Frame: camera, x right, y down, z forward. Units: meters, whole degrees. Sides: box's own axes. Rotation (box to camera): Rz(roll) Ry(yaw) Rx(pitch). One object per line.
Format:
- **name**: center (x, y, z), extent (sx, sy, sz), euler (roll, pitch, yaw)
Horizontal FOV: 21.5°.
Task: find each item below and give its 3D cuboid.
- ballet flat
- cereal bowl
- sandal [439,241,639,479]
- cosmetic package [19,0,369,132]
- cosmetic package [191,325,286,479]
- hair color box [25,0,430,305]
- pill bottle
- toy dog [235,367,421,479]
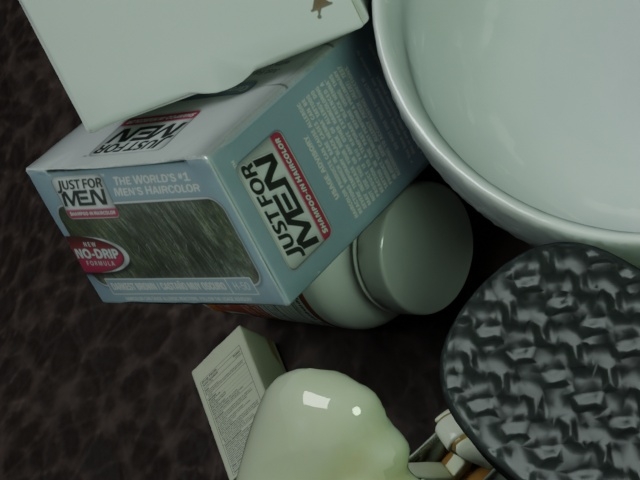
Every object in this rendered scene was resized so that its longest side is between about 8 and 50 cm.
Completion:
- **ballet flat**: center (0.085, 0.146, 1.080), extent (0.213, 0.068, 0.072), euler (-47, 42, 16)
- **cereal bowl**: center (0.203, -0.130, 1.010), extent (0.339, 0.141, 0.339), euler (-3, 68, 8)
- **sandal**: center (0.240, 0.163, 0.821), extent (0.167, 0.107, 0.446), euler (-43, 54, 1)
- **cosmetic package**: center (-0.065, -0.233, 1.132), extent (0.197, 0.155, 0.365), euler (-20, 22, 15)
- **cosmetic package**: center (-0.050, 0.126, 1.254), extent (0.060, 0.041, 0.115), euler (-44, 43, 21)
- **hair color box**: center (0.004, -0.109, 1.139), extent (0.185, 0.113, 0.374), euler (-2, 34, 46)
- **pill bottle**: center (0.000, 0.000, 1.213), extent (0.216, 0.121, 0.121), euler (3, 71, 47)
- **toy dog**: center (-0.055, 0.322, 0.854), extent (0.395, 0.284, 0.408), euler (-48, -1, 41)
